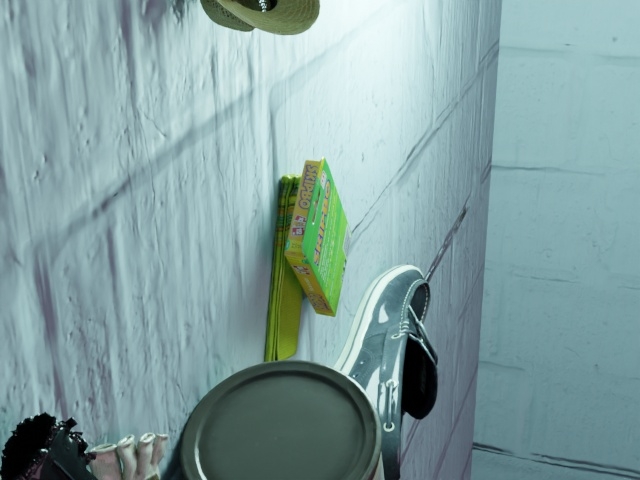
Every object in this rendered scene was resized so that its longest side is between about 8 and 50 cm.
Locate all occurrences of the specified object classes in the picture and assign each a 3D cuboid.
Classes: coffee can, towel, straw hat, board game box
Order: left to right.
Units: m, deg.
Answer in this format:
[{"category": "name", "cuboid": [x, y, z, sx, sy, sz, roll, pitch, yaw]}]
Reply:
[{"category": "straw hat", "cuboid": [-0.076, -0.227, 0.892, 0.061, 0.144, 0.144, -42, -164, 43]}, {"category": "towel", "cuboid": [-0.034, 0.035, 1.220, 0.102, 0.021, 0.237, -13, 110, -71]}, {"category": "coffee can", "cuboid": [-0.024, 0.294, 1.056, 0.201, 0.201, 0.275, -66, 156, -42]}, {"category": "board game box", "cuboid": [0.000, 0.000, 1.230, 0.259, 0.039, 0.124, 73, 27, -68]}]

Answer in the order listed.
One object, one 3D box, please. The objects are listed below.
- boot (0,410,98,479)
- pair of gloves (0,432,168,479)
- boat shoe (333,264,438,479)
[{"category": "boot", "cuboid": [-0.190, 0.188, 0.673, 0.121, 0.045, 0.099, -73, 154, -45]}, {"category": "pair of gloves", "cuboid": [-0.193, 0.264, 0.779, 0.240, 0.042, 0.204, 3, 94, -72]}, {"category": "boat shoe", "cuboid": [0.115, 0.208, 1.547, 0.500, 0.156, 0.187, -57, 148, -56]}]
